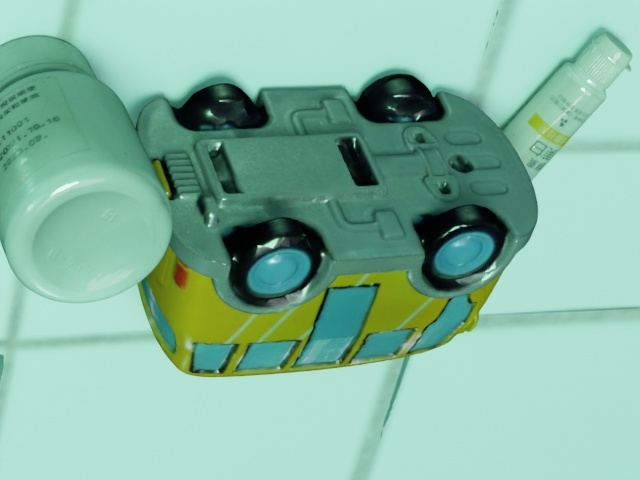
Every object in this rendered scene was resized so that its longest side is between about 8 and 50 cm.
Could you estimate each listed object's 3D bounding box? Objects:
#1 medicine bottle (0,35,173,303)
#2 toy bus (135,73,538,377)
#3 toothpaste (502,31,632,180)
[{"bbox_3d":[-0.125,-0.037,0.911,0.080,0.130,0.080,-12,130,-15],"label":"medicine bottle"},{"bbox_3d":[0.000,0.000,1.009,0.209,0.126,0.136,-5,137,-22],"label":"toy bus"},{"bbox_3d":[0.108,-0.043,1.087,0.048,0.031,0.190,24,117,-37],"label":"toothpaste"}]
